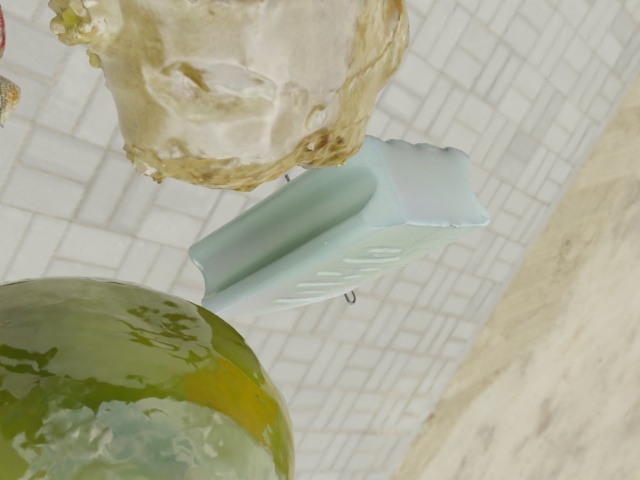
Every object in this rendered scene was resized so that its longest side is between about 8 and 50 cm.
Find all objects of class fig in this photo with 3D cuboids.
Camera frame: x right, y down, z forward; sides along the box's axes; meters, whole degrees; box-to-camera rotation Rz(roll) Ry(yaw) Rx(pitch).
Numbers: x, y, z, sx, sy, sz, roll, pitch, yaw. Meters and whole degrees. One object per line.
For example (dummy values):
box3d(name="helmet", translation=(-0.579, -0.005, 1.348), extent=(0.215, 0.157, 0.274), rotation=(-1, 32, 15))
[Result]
box3d(name="fig", translation=(-0.195, 0.181, 0.625), extent=(0.343, 0.343, 0.343), rotation=(-27, 134, -31))

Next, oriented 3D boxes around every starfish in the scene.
box3d(name="starfish", translation=(-0.759, -0.281, 1.646), extent=(0.383, 0.398, 0.132), rotation=(-3, 93, -49))

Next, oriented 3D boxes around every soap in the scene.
box3d(name="soap", translation=(0.012, -0.004, 0.869), extent=(0.172, 0.095, 0.289), rotation=(1, 158, -45))

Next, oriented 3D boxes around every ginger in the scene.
box3d(name="ginger", translation=(-0.003, -0.197, 0.373), extent=(0.236, 0.166, 0.376), rotation=(-7, 137, -30))

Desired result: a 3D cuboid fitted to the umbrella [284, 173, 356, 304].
box3d(name="umbrella", translation=(-0.002, 0.003, 1.470), extent=(0.269, 0.044, 0.044), rotation=(61, 39, -10))

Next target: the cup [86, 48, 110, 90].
box3d(name="cup", translation=(-0.377, -0.409, 1.786), extent=(0.241, 0.185, 0.226), rotation=(21, 83, -21))

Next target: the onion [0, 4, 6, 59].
box3d(name="onion", translation=(-0.654, -0.376, 1.447), extent=(0.147, 0.183, 0.184), rotation=(-62, 168, -65))
